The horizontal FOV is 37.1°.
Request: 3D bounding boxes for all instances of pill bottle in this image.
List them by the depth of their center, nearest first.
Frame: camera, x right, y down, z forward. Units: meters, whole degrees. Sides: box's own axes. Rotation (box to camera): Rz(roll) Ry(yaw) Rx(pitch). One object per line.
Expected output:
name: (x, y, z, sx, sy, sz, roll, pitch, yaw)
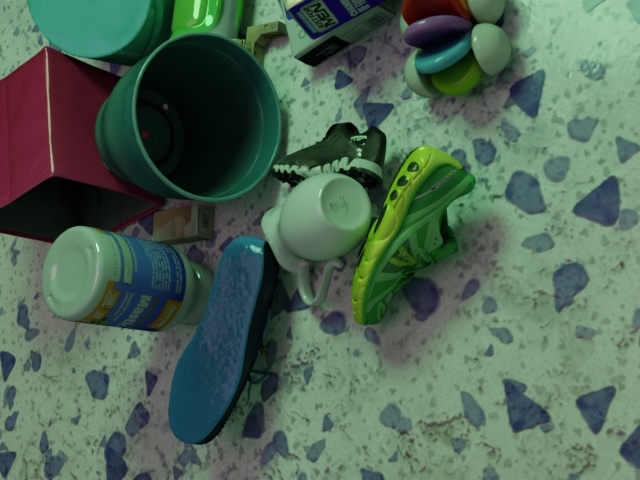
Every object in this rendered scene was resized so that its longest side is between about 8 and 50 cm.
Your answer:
pill bottle: (-0.306, 0.072, 1.575, 0.152, 0.272, 0.152, -10, 74, 37)

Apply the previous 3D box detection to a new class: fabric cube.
fabric cube: (-0.476, -0.161, 1.777, 0.259, 0.254, 0.258, -24, 65, 34)

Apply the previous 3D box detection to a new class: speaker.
speaker: (-0.197, -0.448, 1.695, 0.131, 0.131, 0.296, -1, 80, 39)

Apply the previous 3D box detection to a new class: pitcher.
pitcher: (0.000, 0.000, 1.431, 0.207, 0.126, 0.177, -32, 75, 60)

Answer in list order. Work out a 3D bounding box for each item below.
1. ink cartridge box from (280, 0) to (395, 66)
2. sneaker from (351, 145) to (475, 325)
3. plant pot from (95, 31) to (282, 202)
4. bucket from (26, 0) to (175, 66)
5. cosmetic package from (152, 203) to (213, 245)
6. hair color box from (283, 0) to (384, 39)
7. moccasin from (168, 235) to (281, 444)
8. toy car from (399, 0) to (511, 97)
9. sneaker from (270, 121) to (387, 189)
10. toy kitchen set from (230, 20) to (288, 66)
ink cartridge box: (-0.001, -0.491, 1.586, 0.176, 0.069, 0.370, -27, 67, 33)
sneaker: (0.126, 0.013, 1.338, 0.109, 0.124, 0.295, -76, 9, -60)
plant pot: (-0.248, -0.189, 1.608, 0.255, 0.272, 0.271, -4, 77, 53)
bucket: (-0.385, -0.454, 1.736, 0.281, 0.183, 0.281, 2, 103, 10)
cosmetic package: (-0.245, -0.027, 1.697, 0.115, 0.041, 0.060, -10, 75, 37)
hair color box: (0.087, -0.470, 1.426, 0.339, 0.110, 0.185, -27, 66, 16)
moccasin: (-0.129, 0.167, 1.521, 0.138, 0.117, 0.342, 24, 91, 27)
toy car: (0.175, -0.299, 1.355, 0.159, 0.136, 0.182, -14, 72, 36)
sneaker: (0.019, -0.133, 1.489, 0.234, 0.078, 0.106, 1, 65, 47)
toy kitchen set: (-0.105, -0.332, 1.632, 0.075, 0.068, 0.083, -2, 80, 39)
